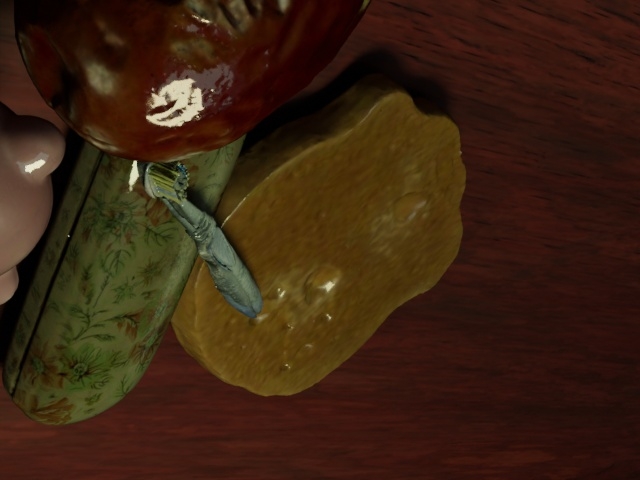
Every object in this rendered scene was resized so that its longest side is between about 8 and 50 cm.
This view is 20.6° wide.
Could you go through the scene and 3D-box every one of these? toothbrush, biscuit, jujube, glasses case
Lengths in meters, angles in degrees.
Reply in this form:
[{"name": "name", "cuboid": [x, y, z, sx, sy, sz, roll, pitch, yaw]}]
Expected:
[{"name": "toothbrush", "cuboid": [-0.099, 0.004, 1.592, 0.035, 0.042, 0.413, -58, 162, -11]}, {"name": "biscuit", "cuboid": [-0.001, -0.001, 1.843, 0.365, 0.062, 0.385, -38, 147, -13]}, {"name": "jujube", "cuboid": [-0.089, -0.199, 1.387, 0.318, 0.223, 0.223, -38, 148, -27]}, {"name": "glasses case", "cuboid": [-0.174, -0.006, 1.610, 0.156, 0.098, 0.425, -11, 135, -47]}]

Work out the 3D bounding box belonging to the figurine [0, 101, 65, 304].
[{"name": "figurine", "cuboid": [-0.292, -0.042, 1.376, 0.173, 0.173, 0.173, -29, 145, -23]}]
